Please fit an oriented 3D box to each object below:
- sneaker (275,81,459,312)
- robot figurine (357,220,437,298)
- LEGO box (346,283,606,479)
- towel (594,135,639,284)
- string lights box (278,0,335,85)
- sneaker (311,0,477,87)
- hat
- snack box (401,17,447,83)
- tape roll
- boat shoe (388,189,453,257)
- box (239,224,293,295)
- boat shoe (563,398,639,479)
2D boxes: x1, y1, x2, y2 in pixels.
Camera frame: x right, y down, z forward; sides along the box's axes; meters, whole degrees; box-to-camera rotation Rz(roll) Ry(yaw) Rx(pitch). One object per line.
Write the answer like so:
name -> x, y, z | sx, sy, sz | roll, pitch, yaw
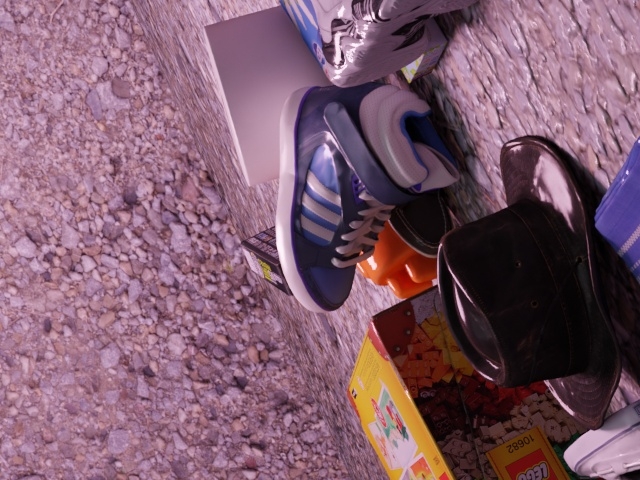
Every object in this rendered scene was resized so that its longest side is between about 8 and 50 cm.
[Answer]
sneaker -> 0.069, -0.047, 1.710 | 0.236, 0.130, 0.322 | 7, 108, 36
robot figurine -> 0.098, -0.024, 1.895 | 0.219, 0.128, 0.158 | 58, 171, 20
LEGO box -> 0.217, 0.291, 1.892 | 0.372, 0.193, 0.500 | 62, 169, 14
towel -> 0.357, 0.074, 1.154 | 0.336, 0.040, 0.243 | 59, 169, 16
string lights box -> -0.006, -0.340, 1.741 | 0.259, 0.077, 0.133 | 59, 167, 18
sneaker -> 0.057, -0.308, 1.359 | 0.210, 0.137, 0.366 | 68, 162, 6
hat -> 0.204, 0.059, 1.429 | 0.331, 0.134, 0.331 | 167, 90, -82
snack box -> 0.093, -0.269, 1.554 | 0.141, 0.037, 0.100 | 61, 170, 9
tape roll -> -0.060, -0.216, 1.914 | 0.246, 0.169, 0.246 | 163, 90, -86
boat shoe -> 0.114, -0.081, 1.793 | 0.227, 0.081, 0.068 | 62, 173, 19
box -> 0.000, 0.000, 2.160 | 0.060, 0.216, 0.270 | 67, 168, -13
boat shoe -> 0.343, 0.243, 1.471 | 0.258, 0.095, 0.084 | 91, 154, -70
